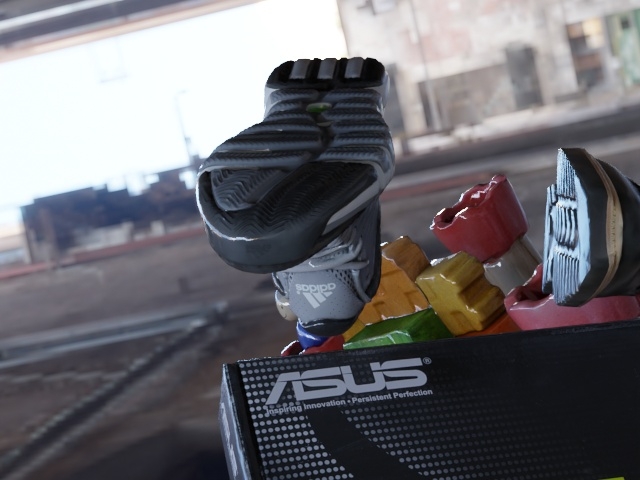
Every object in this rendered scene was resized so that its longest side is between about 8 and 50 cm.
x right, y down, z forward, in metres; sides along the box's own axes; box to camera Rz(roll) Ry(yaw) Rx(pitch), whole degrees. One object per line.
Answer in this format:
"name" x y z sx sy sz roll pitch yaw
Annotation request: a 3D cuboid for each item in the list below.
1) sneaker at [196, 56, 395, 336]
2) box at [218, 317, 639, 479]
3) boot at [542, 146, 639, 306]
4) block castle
"sneaker" 0.000 0.000 0.765 0.228 0.086 0.132 -64 -26 -64
"box" 0.073 0.114 0.536 0.045 0.191 0.184 101 160 -50
"boot" 0.181 -0.004 0.760 0.198 0.137 0.076 -17 -70 -84
"block castle" 0.169 0.032 1.232 0.213 0.303 0.453 54 153 -8
